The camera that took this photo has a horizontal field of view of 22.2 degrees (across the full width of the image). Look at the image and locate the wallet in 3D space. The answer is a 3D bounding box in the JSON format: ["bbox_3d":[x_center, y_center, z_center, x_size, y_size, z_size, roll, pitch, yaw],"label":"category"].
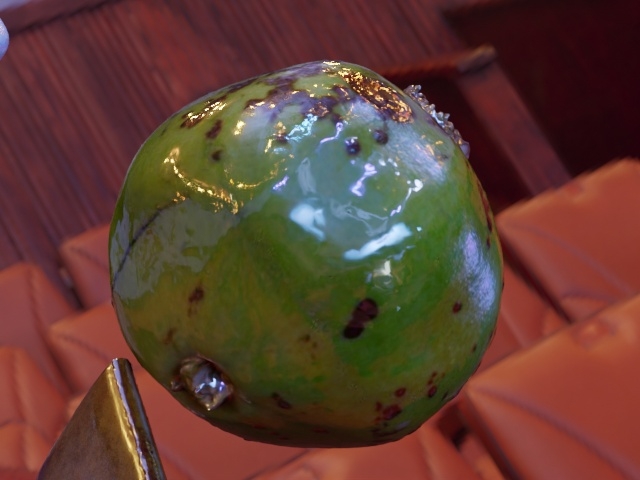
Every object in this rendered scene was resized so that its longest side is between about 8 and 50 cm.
[{"bbox_3d":[-0.120,0.202,0.973,0.031,0.255,0.137,12,-54,-30],"label":"wallet"}]

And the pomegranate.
[{"bbox_3d":[0.000,0.000,1.021,0.270,0.254,0.254,-50,-5,-22],"label":"pomegranate"}]

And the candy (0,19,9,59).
[{"bbox_3d":[-0.343,-0.182,1.364,0.138,0.174,0.071,-45,-23,22],"label":"candy"}]
